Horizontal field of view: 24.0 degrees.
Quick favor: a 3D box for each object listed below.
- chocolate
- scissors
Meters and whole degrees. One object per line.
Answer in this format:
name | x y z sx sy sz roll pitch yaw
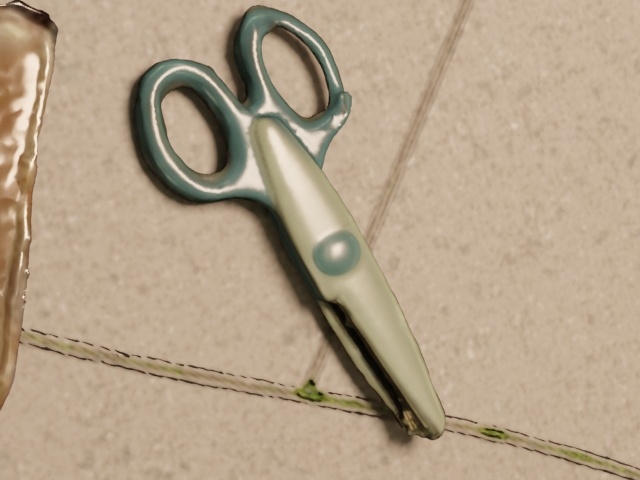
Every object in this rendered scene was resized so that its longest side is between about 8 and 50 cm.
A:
chocolate | -0.237 -0.010 0.803 0.161 0.083 0.261 12 85 -41
scissors | 0.000 0.000 0.929 0.138 0.041 0.289 -33 97 -20
